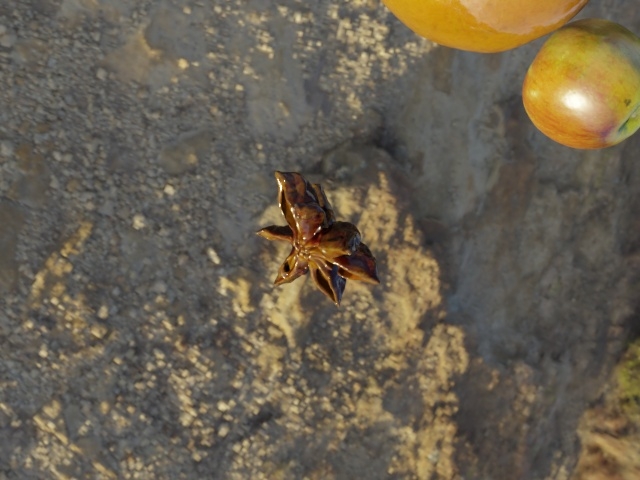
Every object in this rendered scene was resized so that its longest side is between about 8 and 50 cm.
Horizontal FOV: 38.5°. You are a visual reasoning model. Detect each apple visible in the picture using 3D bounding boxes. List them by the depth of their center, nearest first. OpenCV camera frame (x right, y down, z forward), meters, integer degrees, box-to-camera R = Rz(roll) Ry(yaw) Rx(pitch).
[{"bbox_3d":[0.401,-0.227,1.354,0.196,0.196,0.195,-24,125,-39],"label":"apple"}]

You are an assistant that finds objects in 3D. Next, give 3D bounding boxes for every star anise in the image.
[{"bbox_3d":[0.001,0.003,1.359,0.111,0.196,0.212,-23,126,-35],"label":"star anise"}]

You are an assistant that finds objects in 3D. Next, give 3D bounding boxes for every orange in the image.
[{"bbox_3d":[0.099,-0.188,0.536,0.124,0.156,0.156,-33,137,-71],"label":"orange"}]
